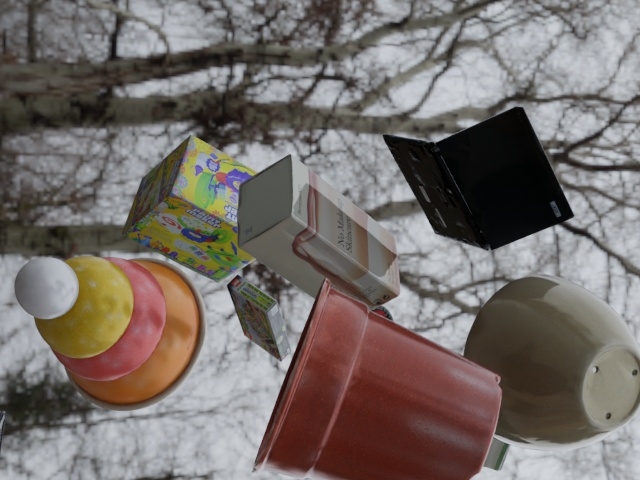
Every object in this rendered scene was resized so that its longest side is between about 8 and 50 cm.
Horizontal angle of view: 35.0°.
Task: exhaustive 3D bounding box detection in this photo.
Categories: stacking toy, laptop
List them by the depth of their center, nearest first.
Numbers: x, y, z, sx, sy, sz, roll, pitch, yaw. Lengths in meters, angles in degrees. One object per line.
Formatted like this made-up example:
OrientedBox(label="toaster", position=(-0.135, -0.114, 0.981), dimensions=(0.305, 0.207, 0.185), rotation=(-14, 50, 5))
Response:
OrientedBox(label="laptop", position=(0.270, -0.114, 1.779), dimensions=(0.234, 0.136, 0.264), rotation=(59, -17, -23))
OrientedBox(label="stacking toy", position=(-0.468, 0.135, 2.078), dimensions=(0.480, 0.350, 0.351), rotation=(53, 18, -64))

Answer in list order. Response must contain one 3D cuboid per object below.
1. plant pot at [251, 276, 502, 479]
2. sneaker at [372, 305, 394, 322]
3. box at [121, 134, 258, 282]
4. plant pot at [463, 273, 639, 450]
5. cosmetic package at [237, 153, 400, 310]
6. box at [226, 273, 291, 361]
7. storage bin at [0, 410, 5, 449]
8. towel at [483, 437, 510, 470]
OrientedBox(label="plant pot", position=(0.080, 0.222, 1.339), dimensions=(0.272, 0.265, 0.273), rotation=(-159, -90, -89))
OrientedBox(label="sneaker", position=(0.078, 0.241, 1.997), dimensions=(0.125, 0.104, 0.262), rotation=(-83, -172, -77))
OrientedBox(label="box", position=(-0.282, -0.069, 2.492), dimensions=(0.279, 0.290, 0.177), rotation=(-30, -142, 49))
OrientedBox(label="plant pot", position=(0.389, 0.204, 1.572), dimensions=(0.191, 0.284, 0.284), rotation=(11, -79, 63))
OrientedBox(label="cosmetic package", position=(0.000, 0.000, 1.788), dimensions=(0.129, 0.296, 0.153), rotation=(-30, -136, 30))
OrientedBox(label="box", position=(-0.127, 0.165, 2.132), dimensions=(0.114, 0.036, 0.207), rotation=(32, -25, 27))
OrientedBox(label="storage bin", position=(-0.615, 0.380, 1.778), dimensions=(0.180, 0.084, 0.122), rotation=(-110, -149, -74))
OrientedBox(label="towel", position=(0.286, 0.375, 1.921), dimensions=(0.023, 0.151, 0.113), rotation=(-81, -174, -68))
